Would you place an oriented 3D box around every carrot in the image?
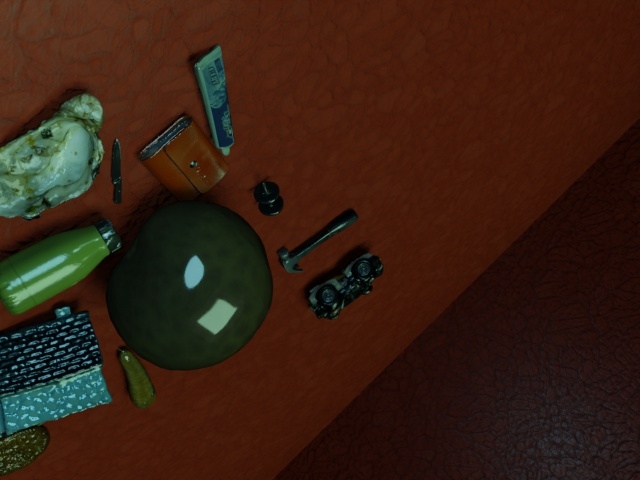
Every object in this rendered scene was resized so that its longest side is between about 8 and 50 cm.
[{"bbox_3d":[-0.522,0.378,1.899,0.078,0.078,0.298,-30,144,-23],"label":"carrot"}]

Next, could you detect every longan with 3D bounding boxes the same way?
[{"bbox_3d":[-0.293,0.111,1.563,0.404,0.336,0.405,-4,115,-9],"label":"longan"}]

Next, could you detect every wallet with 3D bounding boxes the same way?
[{"bbox_3d":[-0.294,-0.170,1.481,0.142,0.045,0.204,-41,151,-5],"label":"wallet"}]

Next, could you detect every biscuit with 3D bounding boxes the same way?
[{"bbox_3d":[-0.817,0.566,1.810,0.187,0.027,0.188,-30,149,-21],"label":"biscuit"}]

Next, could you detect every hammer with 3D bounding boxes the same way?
[{"bbox_3d":[0.000,0.000,2.083,0.289,0.037,0.137,-35,150,-15],"label":"hammer"}]

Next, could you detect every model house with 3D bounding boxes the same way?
[{"bbox_3d":[-0.644,0.288,1.550,0.261,0.241,0.226,-15,-175,-24],"label":"model house"}]

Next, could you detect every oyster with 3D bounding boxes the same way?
[{"bbox_3d":[-0.512,-0.144,1.222,0.294,0.094,0.166,-27,130,-10],"label":"oyster"}]

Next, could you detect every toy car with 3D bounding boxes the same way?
[{"bbox_3d":[0.089,0.156,2.322,0.301,0.118,0.193,-39,159,-10],"label":"toy car"}]

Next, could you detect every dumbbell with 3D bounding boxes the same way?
[{"bbox_3d":[-0.133,-0.108,1.742,0.069,0.069,0.147,-36,150,-13],"label":"dumbbell"}]

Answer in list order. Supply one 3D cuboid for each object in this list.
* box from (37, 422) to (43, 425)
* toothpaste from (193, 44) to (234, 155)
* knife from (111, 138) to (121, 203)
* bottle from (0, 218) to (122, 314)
[{"bbox_3d":[-0.664,0.385,1.702,0.155,0.087,0.023,-37,152,-13],"label":"box"},{"bbox_3d":[-0.219,-0.284,1.432,0.069,0.047,0.268,-21,142,-13],"label":"toothpaste"},{"bbox_3d":[-0.422,-0.140,1.398,0.023,0.010,0.170,-28,146,-38],"label":"knife"},{"bbox_3d":[-0.538,0.044,1.388,0.260,0.112,0.112,-32,149,-21],"label":"bottle"}]
